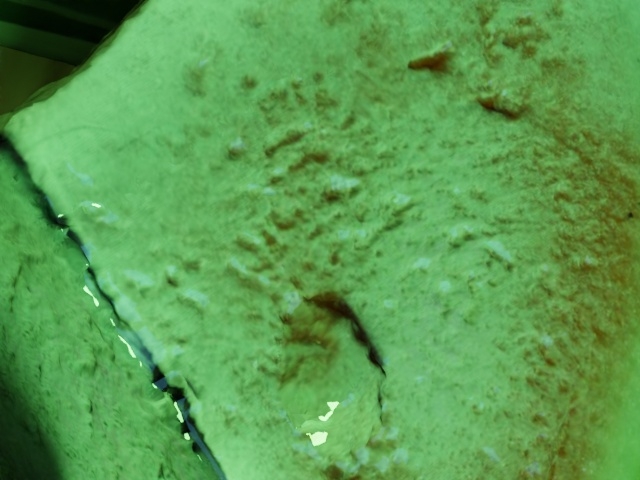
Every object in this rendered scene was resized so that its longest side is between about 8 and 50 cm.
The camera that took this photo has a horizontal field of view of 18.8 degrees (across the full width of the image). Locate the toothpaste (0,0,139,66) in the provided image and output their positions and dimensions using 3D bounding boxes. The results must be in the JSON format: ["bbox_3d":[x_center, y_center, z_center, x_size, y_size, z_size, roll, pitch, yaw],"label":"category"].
[{"bbox_3d":[-0.092,-0.101,0.663,0.392,0.061,0.099,7,95,-45],"label":"toothpaste"}]

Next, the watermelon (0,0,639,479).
[{"bbox_3d":[0.000,0.000,0.578,0.289,0.320,0.214,-45,142,-1],"label":"watermelon"}]
